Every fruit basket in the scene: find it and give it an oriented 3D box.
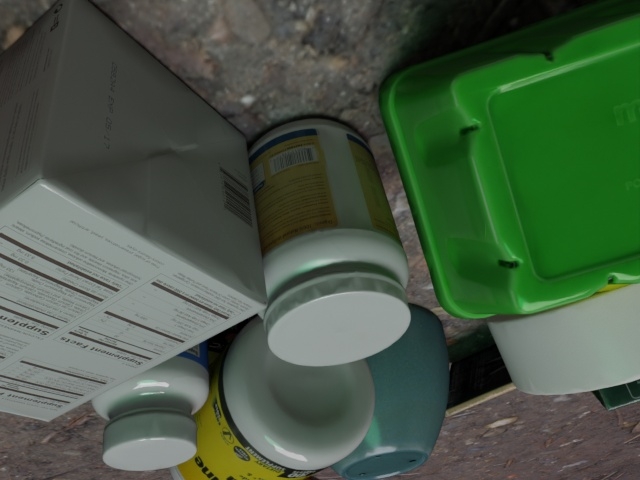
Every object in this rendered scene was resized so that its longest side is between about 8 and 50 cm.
[{"bbox_3d":[0.262,-0.071,0.519,0.392,0.283,0.392,-18,-175,2],"label":"fruit basket"}]

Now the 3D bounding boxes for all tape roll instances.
[{"bbox_3d":[0.366,0.094,0.713,0.286,0.100,0.286,-23,173,-3],"label":"tape roll"}]

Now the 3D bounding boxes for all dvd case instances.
[{"bbox_3d":[0.311,0.207,0.927,0.221,0.164,0.018,-33,93,24],"label":"dvd case"}]

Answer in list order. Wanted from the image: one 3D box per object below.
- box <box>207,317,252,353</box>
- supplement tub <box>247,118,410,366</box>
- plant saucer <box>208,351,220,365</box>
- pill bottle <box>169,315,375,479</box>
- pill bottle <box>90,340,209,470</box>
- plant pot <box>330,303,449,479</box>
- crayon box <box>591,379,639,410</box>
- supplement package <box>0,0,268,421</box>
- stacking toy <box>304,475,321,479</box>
[{"bbox_3d":[-0.142,0.112,0.746,0.083,0.052,0.062,23,131,-36],"label":"box"},{"bbox_3d":[0.000,0.000,0.521,0.144,0.199,0.144,-7,142,-6],"label":"supplement tub"},{"bbox_3d":[-0.192,0.209,0.868,0.241,0.037,0.241,-7,141,-5],"label":"plant saucer"},{"bbox_3d":[-0.088,0.240,0.736,0.188,0.188,0.334,11,142,-27],"label":"pill bottle"},{"bbox_3d":[-0.187,0.129,0.617,0.124,0.221,0.124,-7,142,-6],"label":"pill bottle"},{"bbox_3d":[0.078,0.257,0.873,0.290,0.195,0.290,-7,142,-6],"label":"plant pot"},{"bbox_3d":[0.510,0.172,0.867,0.203,0.083,0.323,-24,167,15],"label":"crayon box"},{"bbox_3d":[-0.214,-0.007,0.456,0.263,0.199,0.198,-29,140,21],"label":"supplement package"},{"bbox_3d":[-0.171,0.556,1.171,0.351,0.350,0.480,-20,123,10],"label":"stacking toy"}]
